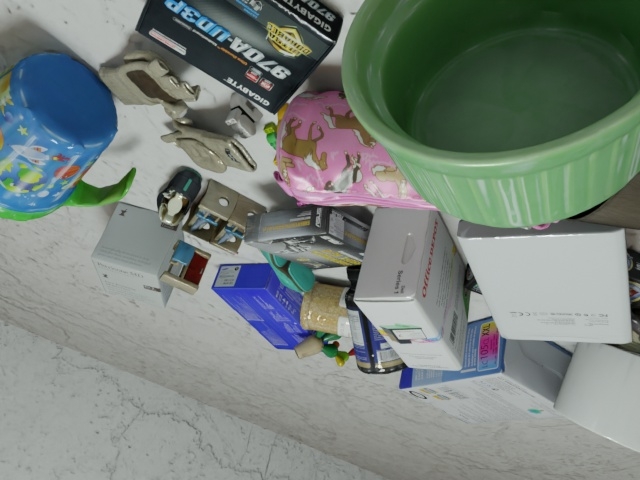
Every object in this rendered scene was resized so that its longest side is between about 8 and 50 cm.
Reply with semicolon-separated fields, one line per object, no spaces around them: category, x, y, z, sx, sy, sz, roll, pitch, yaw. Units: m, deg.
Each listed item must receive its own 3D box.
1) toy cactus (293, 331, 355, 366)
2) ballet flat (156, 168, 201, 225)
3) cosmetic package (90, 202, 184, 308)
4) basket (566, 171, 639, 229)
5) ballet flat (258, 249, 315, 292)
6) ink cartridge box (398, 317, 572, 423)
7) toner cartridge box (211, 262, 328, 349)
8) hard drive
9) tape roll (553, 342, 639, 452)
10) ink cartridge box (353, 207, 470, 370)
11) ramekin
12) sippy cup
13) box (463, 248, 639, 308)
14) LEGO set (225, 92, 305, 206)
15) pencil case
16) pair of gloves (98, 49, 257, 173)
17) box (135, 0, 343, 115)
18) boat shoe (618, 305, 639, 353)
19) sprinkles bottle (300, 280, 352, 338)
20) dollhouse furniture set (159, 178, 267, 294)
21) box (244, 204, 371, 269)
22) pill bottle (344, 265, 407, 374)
toy cactus;0.023;0.258;1.427;0.180;0.112;0.219;-25;140;-14
ballet flat;-0.297;-0.073;1.122;0.074;0.074;0.203;27;148;-17
cosmetic package;-0.408;0.038;1.273;0.151;0.152;0.184;15;149;0
basket;0.448;-0.078;0.691;0.226;0.154;0.204;13;161;-2
ballet flat;-0.090;0.030;1.187;0.087;0.083;0.247;15;151;31
ink cartridge box;0.388;0.341;1.392;0.270;0.151;0.395;31;145;-22
toner cartridge box;-0.117;0.182;1.447;0.165;0.075;0.348;-1;145;28
hard drive;0.391;0.075;0.943;0.233;0.047;0.353;-3;145;30
tape roll;0.626;0.317;1.131;0.246;0.169;0.246;22;180;0
ink cartridge box;0.183;0.091;1.031;0.117;0.201;0.278;-4;144;30
ramekin;0.186;-0.160;0.540;0.303;0.304;0.148;0;153;26
sippy cup;-0.457;-0.178;0.900;0.224;0.240;0.305;-24;170;34
box;0.432;0.065;1.011;0.270;0.060;0.216;20;150;-5
LEGO set;-0.053;-0.134;0.884;0.087;0.093;0.227;-11;140;38
pencil case;0.133;-0.115;0.745;0.386;0.167;0.160;7;121;19
pair of gloves;-0.222;-0.199;0.879;0.204;0.042;0.240;8;149;49
box;-0.107;-0.278;0.716;0.220;0.051;0.175;29;147;-21
boat shoe;0.698;0.186;1.046;0.285;0.103;0.092;17;155;10
sprinkles bottle;0.136;0.179;1.278;0.355;0.121;0.121;10;149;12
dollhouse furniture set;-0.210;0.007;1.098;0.128;0.184;0.129;27;148;-18
box;0.000;0.000;1.045;0.183;0.056;0.231;-7;161;33
pill bottle;0.117;0.154;1.150;0.122;0.122;0.219;-5;99;32
